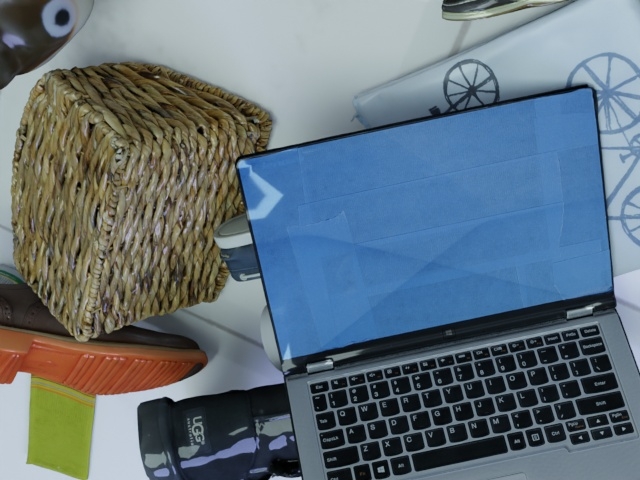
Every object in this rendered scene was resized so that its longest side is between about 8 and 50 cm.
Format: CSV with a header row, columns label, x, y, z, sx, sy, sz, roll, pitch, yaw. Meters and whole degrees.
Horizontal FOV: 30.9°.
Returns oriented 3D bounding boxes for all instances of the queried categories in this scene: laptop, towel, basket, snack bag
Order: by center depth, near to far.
label,x,y,z,sx,sy,sz,roll,pitch,yaw
laptop,0.143,0.104,1.178,0.382,0.408,0.236,-12,148,0
snack bag,0.247,-0.080,1.268,0.342,0.037,0.323,-21,110,27
basket,-0.229,-0.065,1.398,0.213,0.223,0.299,42,130,32
towel,-0.375,0.249,1.673,0.102,0.021,0.237,18,123,9

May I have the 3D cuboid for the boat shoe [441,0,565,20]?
label,x,y,z,sx,sy,sz,roll,pitch,yaw
boat shoe,0.194,-0.259,1.173,0.152,0.056,0.049,-11,111,13

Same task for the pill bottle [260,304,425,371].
label,x,y,z,sx,sy,sz,roll,pitch,yaw
pill bottle,0.042,0.093,1.385,0.216,0.121,0.121,-16,113,26

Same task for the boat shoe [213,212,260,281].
label,x,y,z,sx,sy,sz,roll,pitch,yaw
boat shoe,0.000,0.000,1.330,0.254,0.095,0.079,-11,116,18

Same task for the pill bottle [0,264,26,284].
label,x,y,z,sx,sy,sz,roll,pitch,yaw
pill bottle,-0.458,0.131,1.517,0.117,0.208,0.118,8,121,13

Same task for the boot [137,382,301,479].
label,x,y,z,sx,sy,sz,roll,pitch,yaw
boot,0.032,0.243,1.452,0.445,0.367,0.146,-12,74,2

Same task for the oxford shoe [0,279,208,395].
label,x,y,z,sx,sy,sz,roll,pitch,yaw
oxford shoe,-0.310,0.110,1.466,0.363,0.133,0.130,12,143,-32

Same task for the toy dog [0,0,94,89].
label,x,y,z,sx,sy,sz,roll,pitch,yaw
toy dog,-0.420,-0.338,1.192,0.408,0.284,0.395,37,124,-8
